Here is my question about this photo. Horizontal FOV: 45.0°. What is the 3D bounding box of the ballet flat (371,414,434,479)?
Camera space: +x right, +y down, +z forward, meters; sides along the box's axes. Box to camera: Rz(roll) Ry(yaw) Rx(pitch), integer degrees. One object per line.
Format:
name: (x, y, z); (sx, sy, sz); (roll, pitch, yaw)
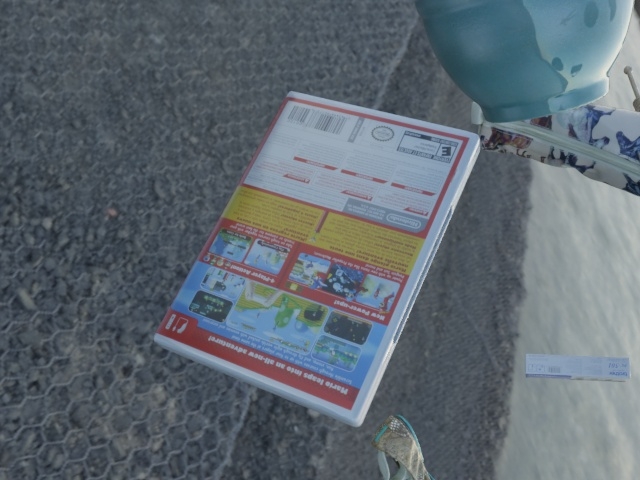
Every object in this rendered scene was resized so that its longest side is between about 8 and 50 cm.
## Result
ballet flat: (0.127, 0.344, 1.134); (0.067, 0.073, 0.206); (-35, 114, -16)

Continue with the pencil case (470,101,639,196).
pencil case: (0.493, -0.191, 1.452); (0.411, 0.159, 0.183); (23, 19, 22)

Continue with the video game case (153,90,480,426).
video game case: (0.000, 0.000, 0.701); (0.285, 0.204, 0.025); (-64, 155, -20)

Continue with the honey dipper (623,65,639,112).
honey dipper: (0.627, -0.299, 1.539); (0.030, 0.030, 0.160); (39, 35, -27)

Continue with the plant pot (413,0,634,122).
plant pot: (0.294, -0.278, 1.073); (0.293, 0.293, 0.196); (-36, 115, -54)

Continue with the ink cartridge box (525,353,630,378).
ink cartridge box: (0.541, 0.270, 1.639); (0.097, 0.207, 0.046); (43, 49, -69)
